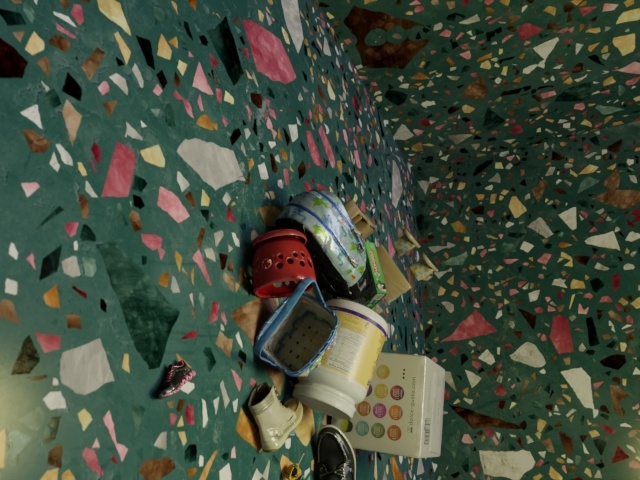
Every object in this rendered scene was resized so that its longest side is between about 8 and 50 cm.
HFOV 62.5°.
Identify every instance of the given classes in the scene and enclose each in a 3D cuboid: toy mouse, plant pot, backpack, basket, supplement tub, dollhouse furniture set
[{"bbox_3d":[-0.084,0.737,1.560,0.161,0.031,0.143,-32,116,-62],"label":"toy mouse"},{"bbox_3d":[-0.119,0.068,1.587,0.191,0.191,0.174,28,47,-62],"label":"plant pot"},{"bbox_3d":[0.000,0.000,1.785,0.355,0.290,0.273,42,76,-35],"label":"backpack"},{"bbox_3d":[-0.066,0.257,1.526,0.255,0.201,0.289,-52,148,-13],"label":"basket"},{"bbox_3d":[0.063,0.386,1.725,0.241,0.241,0.331,53,52,-47],"label":"supplement tub"},{"bbox_3d":[0.204,0.061,2.148,0.394,0.362,0.256,58,12,26],"label":"dollhouse furniture set"}]

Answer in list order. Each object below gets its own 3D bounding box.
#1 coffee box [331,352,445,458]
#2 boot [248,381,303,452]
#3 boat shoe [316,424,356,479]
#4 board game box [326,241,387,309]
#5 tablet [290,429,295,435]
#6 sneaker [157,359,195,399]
[{"bbox_3d":[0.260,0.611,1.974,0.338,0.334,0.338,39,55,-59],"label":"coffee box"},{"bbox_3d":[-0.128,0.477,1.521,0.213,0.077,0.165,-42,117,-60],"label":"boot"},{"bbox_3d":[0.049,0.784,1.733,0.113,0.127,0.340,-34,118,-75],"label":"boat shoe"},{"bbox_3d":[0.123,0.181,1.931,0.046,0.317,0.213,8,51,-26],"label":"board game box"},{"bbox_3d":[-0.099,0.573,1.631,0.083,0.006,0.054,37,47,-57],"label":"tablet"},{"bbox_3d":[-0.329,0.307,1.175,0.057,0.047,0.119,61,21,-5],"label":"sneaker"}]
